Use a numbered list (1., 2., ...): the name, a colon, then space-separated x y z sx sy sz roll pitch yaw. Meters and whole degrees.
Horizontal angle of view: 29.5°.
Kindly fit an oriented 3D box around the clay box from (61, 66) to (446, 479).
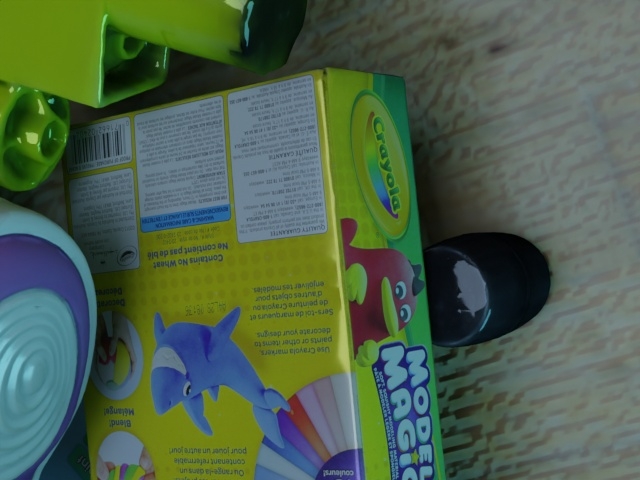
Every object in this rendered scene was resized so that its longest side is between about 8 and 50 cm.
1. clay box: -0.023 0.061 0.426 0.127 0.053 0.222 -6 89 37

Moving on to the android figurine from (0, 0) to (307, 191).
1. android figurine: -0.127 -0.145 0.394 0.272 0.056 0.248 19 117 19

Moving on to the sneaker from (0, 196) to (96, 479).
1. sneaker: -0.172 0.093 0.459 0.152 0.114 0.305 32 119 25

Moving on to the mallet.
1. mallet: 0.000 0.000 0.479 0.189 0.062 0.039 16 102 37

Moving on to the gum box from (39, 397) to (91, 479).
1. gum box: -0.096 0.156 0.526 0.157 0.041 0.184 45 110 14
